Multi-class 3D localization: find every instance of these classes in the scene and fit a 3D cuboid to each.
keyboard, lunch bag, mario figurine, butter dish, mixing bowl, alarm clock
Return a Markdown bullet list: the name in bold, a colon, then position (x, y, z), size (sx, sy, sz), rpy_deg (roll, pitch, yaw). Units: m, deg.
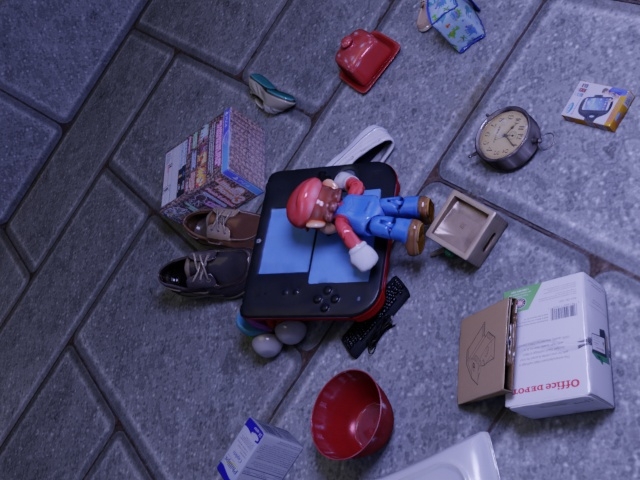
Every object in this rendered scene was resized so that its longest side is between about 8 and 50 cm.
- **keyboard**: position (0.116, 0.165, 1.766), size (0.192, 0.038, 0.100), rpy_deg (-52, 40, 9)
- **lunch bag**: position (0.314, -0.543, 1.941), size (0.096, 0.128, 0.151), rpy_deg (-33, 44, 26)
- **mario figurine**: position (0.079, -0.044, 1.761), size (0.320, 0.198, 0.170), rpy_deg (11, 111, 22)
- **butter dish**: position (0.099, -0.489, 2.140), size (0.160, 0.118, 0.160), rpy_deg (-52, 40, 9)
- **mixing bowl**: position (0.078, 0.357, 1.634), size (0.181, 0.098, 0.182), rpy_deg (-25, 49, 33)
- **alarm clock**: position (0.401, -0.206, 1.685), size (0.192, 0.064, 0.129), rpy_deg (13, 76, 52)

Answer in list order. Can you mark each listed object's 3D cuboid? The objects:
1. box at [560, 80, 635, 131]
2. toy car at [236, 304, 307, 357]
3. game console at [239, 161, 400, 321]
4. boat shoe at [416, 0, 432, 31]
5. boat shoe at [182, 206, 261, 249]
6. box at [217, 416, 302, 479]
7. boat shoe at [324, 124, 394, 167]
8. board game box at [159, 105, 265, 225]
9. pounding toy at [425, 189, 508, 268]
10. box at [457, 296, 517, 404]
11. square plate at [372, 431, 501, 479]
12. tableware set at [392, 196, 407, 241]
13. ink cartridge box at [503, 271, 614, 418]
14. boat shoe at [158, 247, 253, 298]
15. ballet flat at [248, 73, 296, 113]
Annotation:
- **box**: position (0.536, -0.266, 1.612), size (0.136, 0.028, 0.081), rpy_deg (29, 88, 49)
- **toy car**: position (-0.121, 0.173, 1.930), size (0.182, 0.136, 0.159), rpy_deg (-32, 46, 29)
- **game console**: position (0.000, 0.000, 1.851), size (0.341, 0.060, 0.387), rpy_deg (-1, 62, 22)
- **boat shoe**: position (0.279, -0.611, 2.077), size (0.063, 0.059, 0.170), rpy_deg (14, 76, 49)
- **boat shoe**: position (-0.258, -0.031, 2.219), size (0.324, 0.116, 0.123), rpy_deg (-4, 63, 45)
- **box**: position (-0.130, 0.466, 1.760), size (0.137, 0.126, 0.072), rpy_deg (-57, 40, 1)
- **boat shoe**: position (0.075, -0.165, 1.976), size (0.258, 0.095, 0.084), rpy_deg (-52, 35, 10)
- **board game box**: position (-0.309, -0.199, 2.362), size (0.291, 0.141, 0.232), rpy_deg (-27, 48, 32)
- **pounding toy**: position (0.287, -0.011, 1.671), size (0.130, 0.100, 0.141), rpy_deg (35, 95, 36)
- **box**: position (0.296, 0.203, 1.475), size (0.201, 0.021, 0.165), rpy_deg (131, 149, -67)
- **square plate**: position (0.181, 0.548, 1.443), size (0.347, 0.049, 0.344), rpy_deg (-33, 45, 28)
- **tableware set**: position (0.149, -0.031, 1.872), size (0.104, 0.024, 0.154), rpy_deg (6, 72, 51)
- **ink cartridge box**: position (0.404, 0.184, 1.407), size (0.160, 0.092, 0.220), rpy_deg (-20, 54, 40)
- **boat shoe**: position (-0.299, 0.091, 2.157), size (0.355, 0.130, 0.133), rpy_deg (-17, 70, 43)
- **ballet flat**: position (-0.145, -0.412, 2.390), size (0.086, 0.086, 0.248), rpy_deg (-52, 38, 7)
